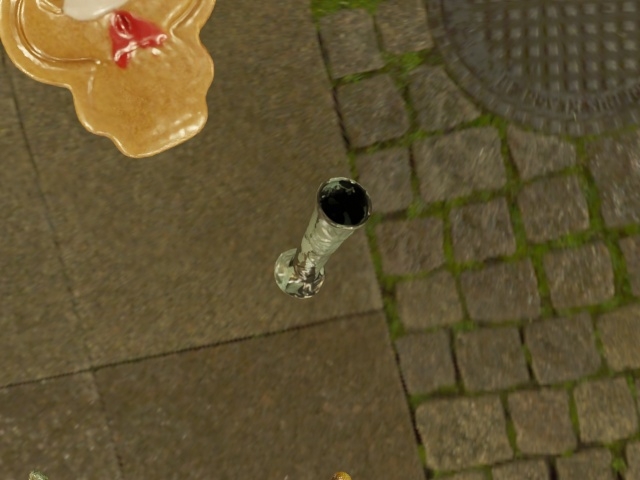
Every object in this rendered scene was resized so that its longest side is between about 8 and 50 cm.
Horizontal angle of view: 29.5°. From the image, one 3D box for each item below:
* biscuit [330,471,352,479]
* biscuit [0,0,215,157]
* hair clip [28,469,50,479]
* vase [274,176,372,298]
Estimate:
[{"bbox_3d":[0.011,0.208,0.806,0.018,0.083,0.081,3,137,-12],"label":"biscuit"},{"bbox_3d":[-0.199,-0.237,1.085,0.202,0.047,0.333,-23,97,-12],"label":"biscuit"},{"bbox_3d":[-0.215,0.301,1.301,0.229,0.066,0.036,19,59,12],"label":"hair clip"},{"bbox_3d":[0.000,0.000,1.233,0.059,0.059,0.167,36,148,2],"label":"vase"}]
